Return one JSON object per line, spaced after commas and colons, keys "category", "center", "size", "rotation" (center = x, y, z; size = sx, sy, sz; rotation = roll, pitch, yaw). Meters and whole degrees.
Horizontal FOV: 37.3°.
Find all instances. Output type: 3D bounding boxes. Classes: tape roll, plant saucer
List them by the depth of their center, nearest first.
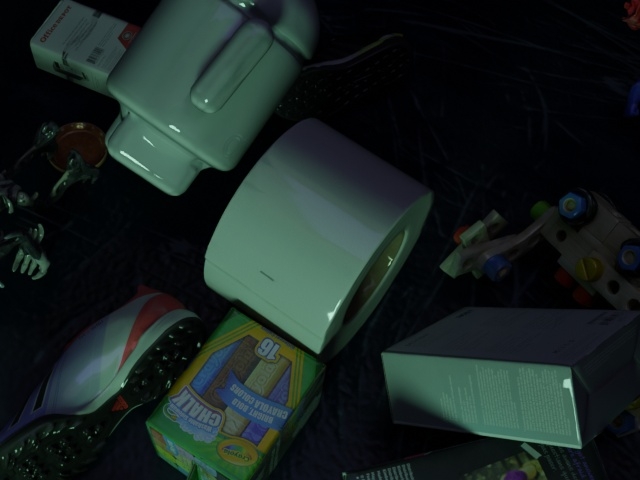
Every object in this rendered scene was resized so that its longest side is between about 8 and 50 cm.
{"category": "tape roll", "center": [0.000, 0.000, 1.126], "size": [0.169, 0.246, 0.246], "rotation": [34, 65, 14]}
{"category": "plant saucer", "center": [-0.333, -0.125, 1.300], "size": [0.083, 0.013, 0.084], "rotation": [2, 61, -3]}

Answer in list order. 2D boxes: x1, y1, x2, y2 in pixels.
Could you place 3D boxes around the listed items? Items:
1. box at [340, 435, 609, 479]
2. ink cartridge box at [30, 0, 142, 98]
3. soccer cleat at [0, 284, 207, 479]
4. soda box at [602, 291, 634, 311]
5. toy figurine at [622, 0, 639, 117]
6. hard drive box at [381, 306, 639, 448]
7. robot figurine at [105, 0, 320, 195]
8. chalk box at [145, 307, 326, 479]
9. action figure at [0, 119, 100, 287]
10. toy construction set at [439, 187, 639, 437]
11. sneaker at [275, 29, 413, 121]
{"category": "box", "center": [0.162, 0.304, 1.018], "size": [0.270, 0.165, 0.143], "rotation": [-10, 63, -10]}
{"category": "ink cartridge box", "center": [-0.328, -0.274, 1.355], "size": [0.135, 0.056, 0.099], "rotation": [23, 62, 8]}
{"category": "soccer cleat", "center": [-0.281, 0.177, 1.104], "size": [0.318, 0.109, 0.116], "rotation": [-41, 51, -20]}
{"category": "soda box", "center": [0.387, 0.034, 1.243], "size": [0.060, 0.053, 0.169], "rotation": [-21, 66, -14]}
{"category": "toy figurine", "center": [0.560, -0.176, 1.351], "size": [0.362, 0.191, 0.217], "rotation": [24, 93, 1]}
{"category": "hard drive box", "center": [0.215, 0.141, 1.043], "size": [0.181, 0.232, 0.089], "rotation": [-20, 104, -46]}
{"category": "robot figurine", "center": [-0.136, -0.232, 1.227], "size": [0.199, 0.300, 0.353], "rotation": [34, 92, -23]}
{"category": "chalk box", "center": [-0.107, 0.212, 1.068], "size": [0.132, 0.132, 0.213], "rotation": [32, 63, 12]}
{"category": "action figure", "center": [-0.400, -0.021, 1.171], "size": [0.164, 0.141, 0.276], "rotation": [33, 55, 10]}
{"category": "toy construction set", "center": [0.316, 0.062, 1.166], "size": [0.327, 0.215, 0.151], "rotation": [42, 26, 23]}
{"category": "sneaker", "center": [0.022, -0.243, 1.367], "size": [0.234, 0.084, 0.097], "rotation": [-20, 39, -14]}
